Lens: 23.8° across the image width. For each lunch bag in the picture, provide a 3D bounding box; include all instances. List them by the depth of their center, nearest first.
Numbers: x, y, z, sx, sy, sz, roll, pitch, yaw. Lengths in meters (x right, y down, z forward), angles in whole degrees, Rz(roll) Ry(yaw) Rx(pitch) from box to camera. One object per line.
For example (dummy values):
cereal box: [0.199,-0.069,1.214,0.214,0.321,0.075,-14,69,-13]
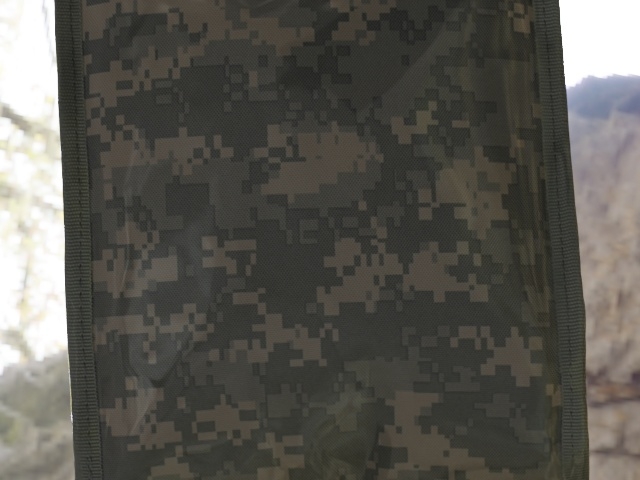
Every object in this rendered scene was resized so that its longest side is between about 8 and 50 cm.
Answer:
lunch bag: [0.000,0.000,0.722,0.169,0.235,0.287,90,-2,-79]
